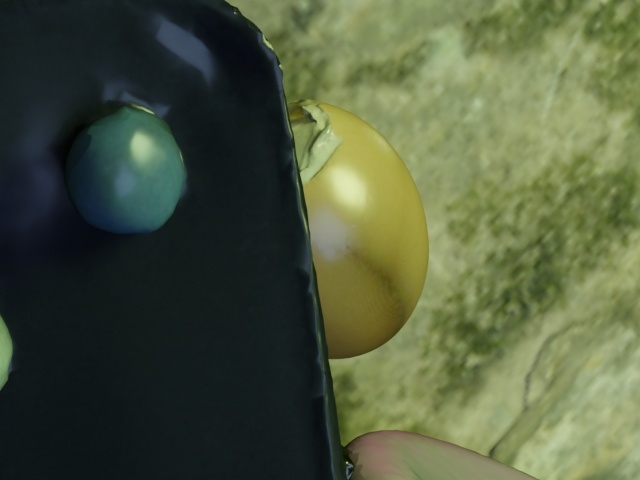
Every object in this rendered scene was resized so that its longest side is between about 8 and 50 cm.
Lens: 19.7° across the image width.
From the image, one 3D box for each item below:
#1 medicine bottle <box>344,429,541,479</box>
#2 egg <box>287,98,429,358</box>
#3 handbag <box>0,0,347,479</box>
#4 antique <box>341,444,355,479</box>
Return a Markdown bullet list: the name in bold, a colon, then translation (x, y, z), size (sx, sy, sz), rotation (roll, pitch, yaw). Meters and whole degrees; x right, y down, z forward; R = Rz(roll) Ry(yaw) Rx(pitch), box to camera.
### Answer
- **medicine bottle**: translation (0.029, 0.256, 0.686), size (0.212, 0.212, 0.325), rotation (23, 99, -33)
- **egg**: translation (0.000, 0.000, 0.645), size (0.080, 0.080, 0.096), rotation (-43, 122, -6)
- **handbag**: translation (-0.122, 0.101, 0.519), size (0.269, 0.118, 0.325), rotation (-9, 90, -1)
- **antique**: translation (-0.082, 0.147, 0.656), size (0.080, 0.081, 0.221), rotation (25, 97, -28)
